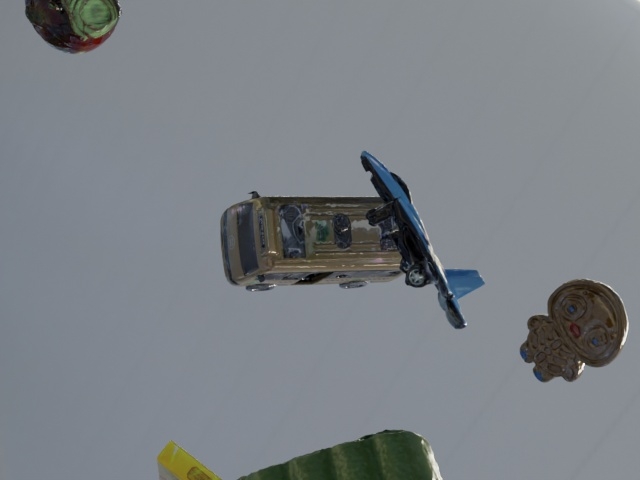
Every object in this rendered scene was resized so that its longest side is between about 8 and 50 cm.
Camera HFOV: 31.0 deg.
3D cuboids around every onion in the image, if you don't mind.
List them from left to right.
[{"bbox_3d":[-0.301,-0.279,1.371,0.118,0.118,0.117,1,-75,59],"label":"onion"}]

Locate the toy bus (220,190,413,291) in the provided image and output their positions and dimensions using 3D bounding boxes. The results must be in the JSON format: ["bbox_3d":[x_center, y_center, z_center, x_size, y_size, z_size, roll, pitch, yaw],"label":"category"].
[{"bbox_3d":[0.000,0.000,1.776,0.157,0.289,0.140,153,-65,-63],"label":"toy bus"}]

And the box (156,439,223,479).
[{"bbox_3d":[-0.172,0.372,1.693,0.043,0.152,0.269,-50,172,-19],"label":"box"}]

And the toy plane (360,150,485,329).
[{"bbox_3d":[0.113,-0.004,1.454,0.078,0.246,0.169,-39,-169,7],"label":"toy plane"}]

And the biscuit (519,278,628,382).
[{"bbox_3d":[0.345,0.129,1.578,0.175,0.026,0.124,-48,-113,34],"label":"biscuit"}]

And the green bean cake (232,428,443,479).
[{"bbox_3d":[0.025,0.304,1.104,0.222,0.248,0.125,-19,-138,0],"label":"green bean cake"}]
